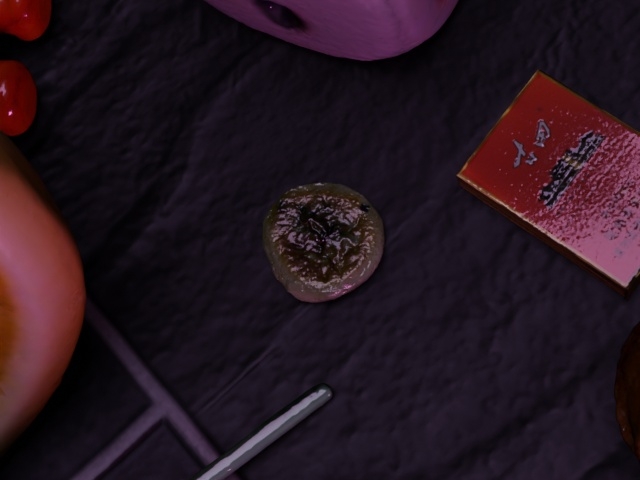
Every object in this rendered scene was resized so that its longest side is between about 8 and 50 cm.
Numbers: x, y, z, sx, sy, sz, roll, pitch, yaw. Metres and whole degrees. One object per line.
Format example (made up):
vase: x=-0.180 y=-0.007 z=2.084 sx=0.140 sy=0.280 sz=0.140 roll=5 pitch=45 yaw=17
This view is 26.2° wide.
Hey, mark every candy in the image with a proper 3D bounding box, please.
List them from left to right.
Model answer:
candy: x=-0.113 y=0.182 z=0.833 sx=0.305 sy=0.091 sz=0.083 roll=-37 pitch=96 yaw=-8

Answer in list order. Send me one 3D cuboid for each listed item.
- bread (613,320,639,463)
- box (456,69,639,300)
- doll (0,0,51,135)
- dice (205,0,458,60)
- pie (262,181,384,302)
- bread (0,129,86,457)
bread: x=0.269 y=0.089 z=0.712 sx=0.232 sy=0.135 sz=0.247 roll=20 pitch=91 yaw=38
box: x=0.164 y=-0.037 z=0.863 sx=0.133 sy=0.023 sz=0.090 roll=37 pitch=82 yaw=21
doll: x=-0.364 y=-0.140 z=0.987 sx=0.336 sy=0.105 sz=0.200 roll=3 pitch=74 yaw=6
dice: x=0.005 y=-0.240 z=0.877 sx=0.194 sy=0.192 sz=0.193 roll=23 pitch=80 yaw=17
pie: x=0.001 y=-0.002 z=0.890 sx=0.084 sy=0.021 sz=0.084 roll=-4 pitch=72 yaw=12
bread: x=-0.352 y=0.061 z=0.789 sx=0.424 sy=0.329 sz=0.245 roll=-38 pitch=68 yaw=1
